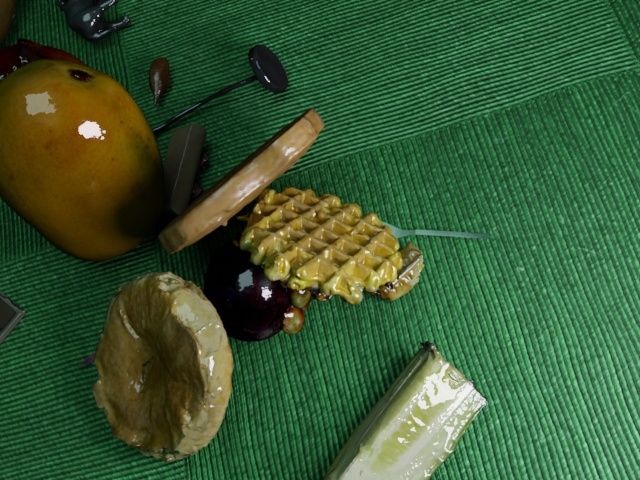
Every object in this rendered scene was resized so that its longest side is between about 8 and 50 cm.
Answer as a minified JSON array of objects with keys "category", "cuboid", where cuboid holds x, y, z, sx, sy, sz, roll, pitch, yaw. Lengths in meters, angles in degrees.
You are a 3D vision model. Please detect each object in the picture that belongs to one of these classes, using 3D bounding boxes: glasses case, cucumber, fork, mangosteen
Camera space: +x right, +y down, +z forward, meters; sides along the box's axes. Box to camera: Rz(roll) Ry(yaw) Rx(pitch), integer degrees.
[{"category":"glasses case","cuboid":[-0.282,-0.133,1.702,0.103,0.070,0.193,-7,65,47]},{"category":"cucumber","cuboid":[0.123,0.332,1.368,0.145,0.105,0.325,41,80,-1]},{"category":"fork","cuboid":[-0.420,0.203,1.611,0.016,0.012,0.115,38,75,21]},{"category":"fork","cuboid":[0.193,-0.011,1.541,0.235,0.021,0.039,5,72,19]},{"category":"mangosteen","cuboid":[-0.093,0.084,1.486,0.231,0.194,0.194,-1,66,2]}]

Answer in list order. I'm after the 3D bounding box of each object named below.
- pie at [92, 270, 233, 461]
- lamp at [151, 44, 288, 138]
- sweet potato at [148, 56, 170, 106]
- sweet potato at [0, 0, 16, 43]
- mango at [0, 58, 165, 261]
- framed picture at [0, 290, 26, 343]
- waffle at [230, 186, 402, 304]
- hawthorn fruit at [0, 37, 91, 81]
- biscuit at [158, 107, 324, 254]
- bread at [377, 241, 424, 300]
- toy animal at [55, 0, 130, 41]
[{"category":"pie","cuboid":[-0.282,0.220,1.461,0.340,0.083,0.339,-3,85,37]},{"category":"lamp","cuboid":[-0.254,-0.302,1.737,0.372,0.108,0.130,-16,60,7]},{"category":"sweet potato","cuboid":[-0.354,-0.341,1.813,0.049,0.049,0.117,-4,66,13]},{"category":"sweet potato","cuboid":[-0.788,-0.574,1.971,0.158,0.158,0.369,7,70,17]},{"category":"mango","cuboid":[-0.441,-0.127,1.528,0.300,0.445,0.232,-15,47,-7]},{"category":"framed picture","cuboid":[-0.766,0.155,1.716,0.289,0.016,0.213,32,77,24]},{"category":"waffle","cuboid":[-0.002,-0.006,1.447,0.330,0.062,0.329,11,31,-7]},{"category":"hawthorn fruit","cuboid":[-0.565,-0.254,1.710,0.316,0.316,0.315,-5,66,12]},{"category":"biscuit","cuboid":[-0.137,-0.100,1.490,0.365,0.385,0.062,-40,99,5]},{"category":"bread","cuboid":[0.142,0.062,1.503,0.110,0.060,0.066,-42,95,-6]},{"category":"toy animal","cuboid":[-0.548,-0.560,1.940,0.137,0.082,0.269,-40,64,-6]}]
